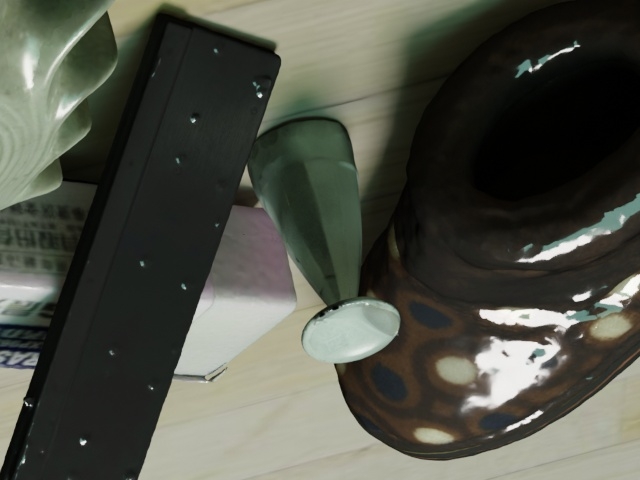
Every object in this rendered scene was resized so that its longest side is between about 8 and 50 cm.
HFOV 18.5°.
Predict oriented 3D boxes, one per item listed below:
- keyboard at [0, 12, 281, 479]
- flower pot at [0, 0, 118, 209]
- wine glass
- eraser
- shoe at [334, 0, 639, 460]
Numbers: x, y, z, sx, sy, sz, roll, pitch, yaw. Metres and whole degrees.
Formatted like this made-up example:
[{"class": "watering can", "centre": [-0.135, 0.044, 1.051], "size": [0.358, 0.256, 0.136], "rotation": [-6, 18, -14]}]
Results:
[{"class": "keyboard", "centre": [-0.113, 0.018, 1.207], "size": [0.101, 0.018, 0.309], "rotation": [15, 97, -38]}, {"class": "flower pot", "centre": [-0.292, -0.108, 0.991], "size": [0.368, 0.164, 0.254], "rotation": [0, 146, -25]}, {"class": "wine glass", "centre": [0.000, 0.000, 1.262], "size": [0.073, 0.155, 0.073], "rotation": [-8, 142, -7]}, {"class": "eraser", "centre": [-0.169, 0.025, 1.269], "size": [0.287, 0.086, 0.130], "rotation": [7, 146, -36]}, {"class": "shoe", "centre": [0.129, -0.003, 1.295], "size": [0.384, 0.171, 0.237], "rotation": [-36, 147, 21]}]
